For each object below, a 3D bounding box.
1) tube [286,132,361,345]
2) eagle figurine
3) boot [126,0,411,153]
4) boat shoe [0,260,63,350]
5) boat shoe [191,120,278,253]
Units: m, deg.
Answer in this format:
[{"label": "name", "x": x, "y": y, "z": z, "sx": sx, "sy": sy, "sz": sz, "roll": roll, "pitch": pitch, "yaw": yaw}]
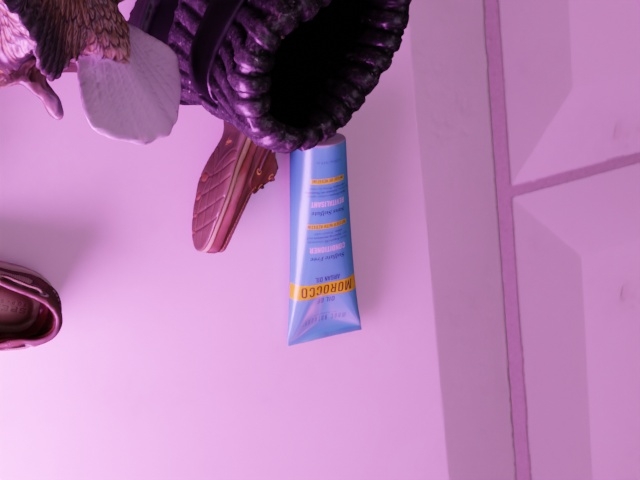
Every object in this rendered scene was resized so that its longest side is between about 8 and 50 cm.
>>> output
[{"label": "tube", "x": 0.000, "y": 0.000, "z": 1.163, "sx": 0.080, "sy": 0.052, "sz": 0.207, "roll": -9, "pitch": 113, "yaw": -16}, {"label": "eagle figurine", "x": -0.195, "y": -0.211, "z": 0.822, "sx": 0.225, "sy": 0.298, "sz": 0.226, "roll": -7, "pitch": 61, "yaw": -24}, {"label": "boot", "x": -0.025, "y": -0.247, "z": 0.959, "sx": 0.131, "sy": 0.260, "sz": 0.348, "roll": 14, "pitch": 94, "yaw": -31}, {"label": "boat shoe", "x": -0.328, "y": 0.045, "z": 0.961, "sx": 0.257, "sy": 0.095, "sz": 0.095, "roll": 3, "pitch": 101, "yaw": -29}, {"label": "boat shoe", "x": -0.065, "y": -0.069, "z": 1.096, "sx": 0.060, "sy": 0.064, "sz": 0.178, "roll": 19, "pitch": 90, "yaw": -29}]
